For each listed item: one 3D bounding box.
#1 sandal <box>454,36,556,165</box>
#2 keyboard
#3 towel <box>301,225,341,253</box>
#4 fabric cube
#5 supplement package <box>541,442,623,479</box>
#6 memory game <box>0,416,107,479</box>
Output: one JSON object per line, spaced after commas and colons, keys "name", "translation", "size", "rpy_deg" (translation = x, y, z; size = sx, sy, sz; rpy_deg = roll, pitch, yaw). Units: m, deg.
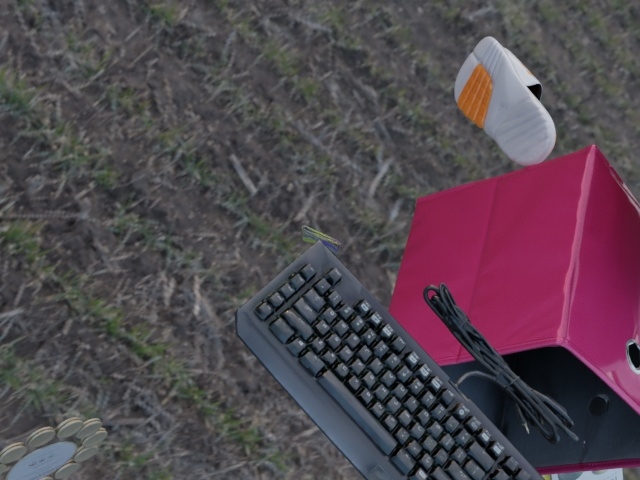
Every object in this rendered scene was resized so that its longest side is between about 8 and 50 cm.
{"name": "sandal", "translation": [0.263, -0.175, 1.365], "size": [0.076, 0.102, 0.265], "rpy_deg": [19, 31, -31]}
{"name": "keyboard", "translation": [0.096, 0.124, 0.771], "size": [0.317, 0.033, 0.201], "rpy_deg": [47, 45, 2]}
{"name": "towel", "translation": [0.000, 0.000, 1.431], "size": [0.060, 0.083, 0.009], "rpy_deg": [24, 81, 3]}
{"name": "fabric cube", "translation": [0.251, 0.093, 1.148], "size": [0.254, 0.259, 0.258], "rpy_deg": [42, 50, -30]}
{"name": "supplement package", "translation": [0.297, 0.242, 1.466], "size": [0.199, 0.198, 0.263], "rpy_deg": [-23, 126, -9]}
{"name": "memory game", "translation": [-0.366, 0.287, 1.317], "size": [0.186, 0.186, 0.012], "rpy_deg": [-12, 56, -43]}
